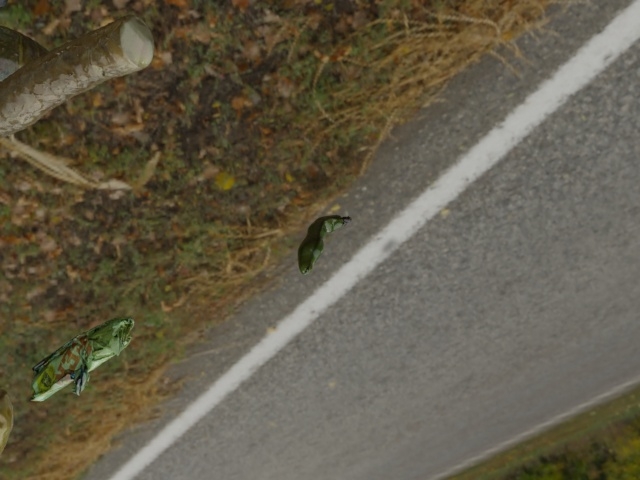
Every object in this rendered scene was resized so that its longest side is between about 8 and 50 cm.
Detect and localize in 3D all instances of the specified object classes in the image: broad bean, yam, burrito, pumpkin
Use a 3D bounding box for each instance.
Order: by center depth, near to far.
[{"bbox_3d":[-0.366,-0.214,1.054,0.357,0.081,0.081,-15,159,30],"label":"yam"},{"bbox_3d":[-0.401,0.209,1.270,0.288,0.104,0.054,-32,134,31],"label":"burrito"},{"bbox_3d":[-0.006,-0.003,1.488,0.061,0.195,0.046,13,127,24],"label":"broad bean"},{"bbox_3d":[-0.690,-0.355,1.628,0.260,0.189,0.260,-16,158,-6],"label":"pumpkin"}]

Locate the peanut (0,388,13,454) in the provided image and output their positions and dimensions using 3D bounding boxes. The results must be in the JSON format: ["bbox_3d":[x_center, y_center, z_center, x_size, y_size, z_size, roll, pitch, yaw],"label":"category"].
[{"bbox_3d":[-0.640,0.399,1.353,0.147,0.305,0.147,12,141,10],"label":"peanut"}]

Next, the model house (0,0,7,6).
[{"bbox_3d":[-0.515,-0.288,0.704,0.297,0.360,0.339,-65,163,15],"label":"model house"}]
